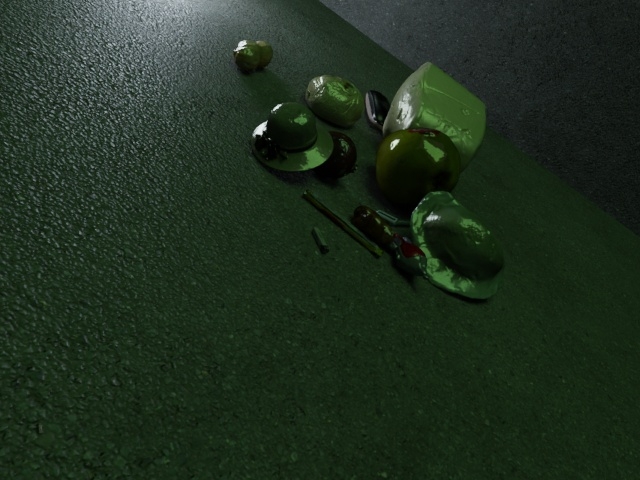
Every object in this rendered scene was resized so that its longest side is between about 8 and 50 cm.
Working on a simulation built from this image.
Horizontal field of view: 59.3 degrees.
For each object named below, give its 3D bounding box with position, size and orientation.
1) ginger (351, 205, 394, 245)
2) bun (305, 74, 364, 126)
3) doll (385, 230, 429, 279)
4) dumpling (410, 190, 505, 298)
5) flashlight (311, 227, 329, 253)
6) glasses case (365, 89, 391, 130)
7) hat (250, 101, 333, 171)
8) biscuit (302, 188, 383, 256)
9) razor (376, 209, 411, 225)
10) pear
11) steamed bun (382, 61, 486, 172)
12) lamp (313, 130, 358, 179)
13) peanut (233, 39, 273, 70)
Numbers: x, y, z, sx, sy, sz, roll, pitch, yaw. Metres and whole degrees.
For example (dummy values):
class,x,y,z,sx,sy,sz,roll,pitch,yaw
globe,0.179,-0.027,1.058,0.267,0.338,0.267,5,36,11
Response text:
class,x,y,z,sx,sy,sz,roll,pitch,yaw
ginger,0.143,-0.050,1.655,0.103,0.073,0.162,31,14,-40
bun,0.060,-0.562,2.200,0.244,0.153,0.243,26,27,-15
doll,0.253,0.042,1.630,0.102,0.075,0.227,-3,36,-27
dumpling,0.427,0.006,1.721,0.270,0.211,0.321,-9,43,-47
flashlight,0.000,0.000,1.494,0.018,0.018,0.083,9,39,-36
glasses case,0.265,-0.571,2.476,0.122,0.075,0.314,27,34,-22
hat,-0.085,-0.334,1.662,0.257,0.130,0.257,1,49,-1
biscuit,0.066,-0.053,1.626,0.292,0.026,0.048,40,27,6
razor,0.273,-0.059,1.834,0.211,0.035,0.084,8,19,-46
pear,0.315,-0.259,1.931,0.287,0.287,0.375,14,14,-31
steamed bun,0.443,-0.468,2.281,0.371,0.290,0.455,32,52,-12
lamp,0.038,-0.265,1.793,0.135,0.157,0.157,68,15,-73
peanut,-0.250,-0.710,2.145,0.117,0.101,0.263,56,31,-5
